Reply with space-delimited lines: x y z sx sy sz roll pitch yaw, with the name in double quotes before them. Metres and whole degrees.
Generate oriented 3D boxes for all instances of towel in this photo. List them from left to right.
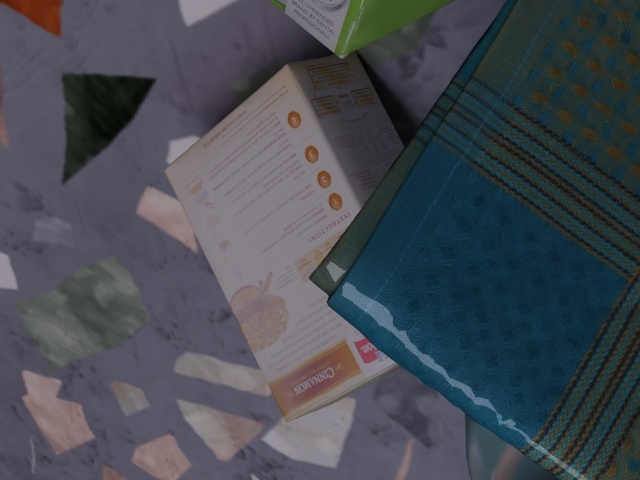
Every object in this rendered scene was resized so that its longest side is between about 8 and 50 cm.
"towel" 0.210 0.024 0.693 0.370 0.271 0.040 37 168 -6

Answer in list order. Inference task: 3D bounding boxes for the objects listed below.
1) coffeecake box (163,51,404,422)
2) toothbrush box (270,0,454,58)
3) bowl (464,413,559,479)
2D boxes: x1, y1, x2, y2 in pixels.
"coffeecake box" 0.000 0.000 0.855 0.142 0.068 0.186 -34 79 44
"toothbrush box" 0.010 -0.260 0.596 0.206 0.122 0.283 42 138 20
"bowl" 0.211 0.117 0.828 0.311 0.163 0.312 16 135 17
